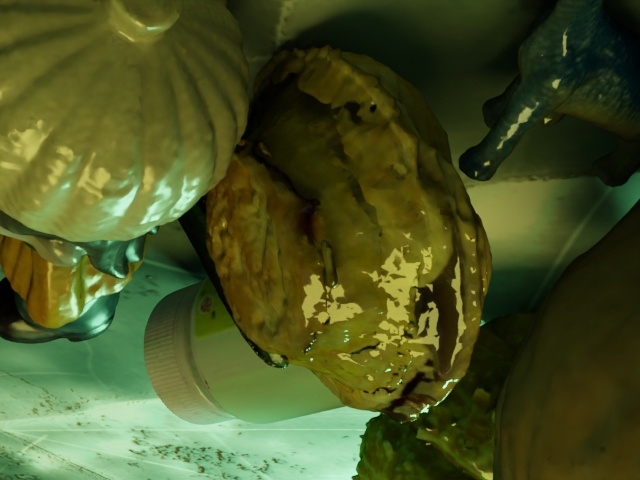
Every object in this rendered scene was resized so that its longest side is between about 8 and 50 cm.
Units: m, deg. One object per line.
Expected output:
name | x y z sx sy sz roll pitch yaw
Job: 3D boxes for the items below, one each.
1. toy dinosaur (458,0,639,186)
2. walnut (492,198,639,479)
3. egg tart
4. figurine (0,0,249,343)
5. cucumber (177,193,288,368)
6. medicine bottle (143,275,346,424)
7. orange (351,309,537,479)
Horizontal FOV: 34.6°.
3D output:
toy dinosaur | 0.176 -0.103 0.563 0.247 0.075 0.188 6 147 -25
walnut | 0.275 0.123 0.607 0.381 0.381 0.381 5 149 3
egg tart | 0.000 0.000 0.626 0.105 0.241 0.241 -15 162 -32
figurine | -0.138 -0.050 0.620 0.204 0.185 0.332 -2 153 1
cucumber | -0.070 0.010 0.739 0.033 0.184 0.036 -21 169 -44
medicine bottle | -0.023 0.072 0.828 0.225 0.139 0.139 -19 140 36
orange | 0.173 0.200 0.881 0.300 0.223 0.301 -14 115 -15
